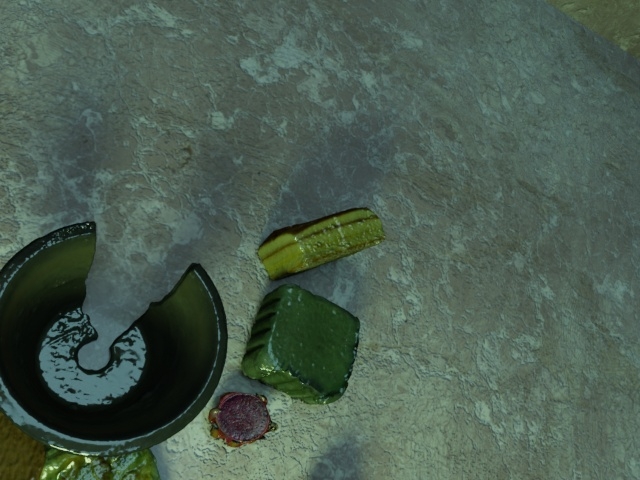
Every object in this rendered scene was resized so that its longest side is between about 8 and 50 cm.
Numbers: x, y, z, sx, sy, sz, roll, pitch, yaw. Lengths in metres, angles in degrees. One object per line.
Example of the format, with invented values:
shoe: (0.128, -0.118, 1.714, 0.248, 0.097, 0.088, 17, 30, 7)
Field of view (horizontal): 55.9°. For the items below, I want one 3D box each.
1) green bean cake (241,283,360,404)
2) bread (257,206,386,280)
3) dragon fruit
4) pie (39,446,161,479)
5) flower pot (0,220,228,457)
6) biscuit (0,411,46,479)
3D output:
green bean cake: (-0.035, 0.227, 1.286, 0.227, 0.125, 0.222, 27, 58, -19)
bread: (0.000, 0.000, 1.360, 0.234, 0.184, 0.110, -17, 85, -33)
dragon fruit: (-0.159, 0.358, 1.204, 0.126, 0.068, 0.112, -11, 59, -18)
pie: (-0.395, 0.458, 1.025, 0.277, 0.078, 0.276, 9, 67, -24)
flower pot: (-0.379, 0.189, 1.037, 0.380, 0.251, 0.379, 12, 65, -26)
biscuit: (-0.571, 0.353, 0.949, 0.262, 0.037, 0.261, 9, 46, -9)
